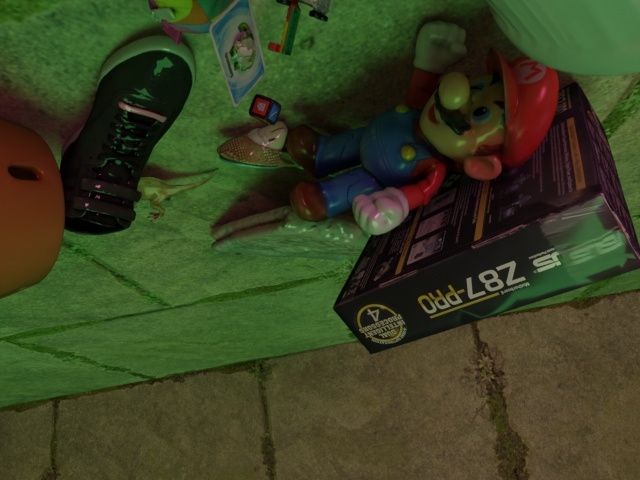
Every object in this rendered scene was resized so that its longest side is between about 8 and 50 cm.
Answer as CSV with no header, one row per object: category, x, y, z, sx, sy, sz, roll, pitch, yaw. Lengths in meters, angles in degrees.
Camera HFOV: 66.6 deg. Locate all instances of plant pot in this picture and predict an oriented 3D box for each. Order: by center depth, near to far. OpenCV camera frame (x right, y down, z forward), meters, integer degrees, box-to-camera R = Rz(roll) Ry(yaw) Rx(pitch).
plant pot,-0.429,-0.035,0.531,0.291,0.290,0.203,-25,169,32

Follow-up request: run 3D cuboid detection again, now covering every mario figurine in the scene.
mario figurine,0.097,-0.131,0.557,0.321,0.198,0.170,-17,-168,27

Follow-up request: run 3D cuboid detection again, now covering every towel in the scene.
towel,0.000,0.000,0.920,0.332,0.053,0.317,6,171,-35

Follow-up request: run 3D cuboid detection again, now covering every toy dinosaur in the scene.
toy dinosaur,-0.254,-0.074,0.762,0.183,0.053,0.092,-1,154,-19

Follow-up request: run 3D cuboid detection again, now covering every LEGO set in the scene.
LEGO set,-0.050,-0.214,0.388,0.060,0.182,0.244,24,154,19

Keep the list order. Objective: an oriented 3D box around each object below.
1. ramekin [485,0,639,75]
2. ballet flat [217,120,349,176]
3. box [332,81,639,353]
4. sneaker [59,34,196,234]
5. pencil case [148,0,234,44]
ramekin,0.181,-0.249,0.265,0.135,0.277,0.277,17,146,-35
ballet flat,-0.044,-0.138,0.704,0.206,0.073,0.067,0,128,-29
box,0.216,-0.048,0.658,0.318,0.395,0.097,-30,105,35
sneaker,-0.234,-0.102,0.584,0.105,0.146,0.296,15,146,-41
pencil case,-0.126,-0.225,0.325,0.104,0.104,0.236,-15,172,11
